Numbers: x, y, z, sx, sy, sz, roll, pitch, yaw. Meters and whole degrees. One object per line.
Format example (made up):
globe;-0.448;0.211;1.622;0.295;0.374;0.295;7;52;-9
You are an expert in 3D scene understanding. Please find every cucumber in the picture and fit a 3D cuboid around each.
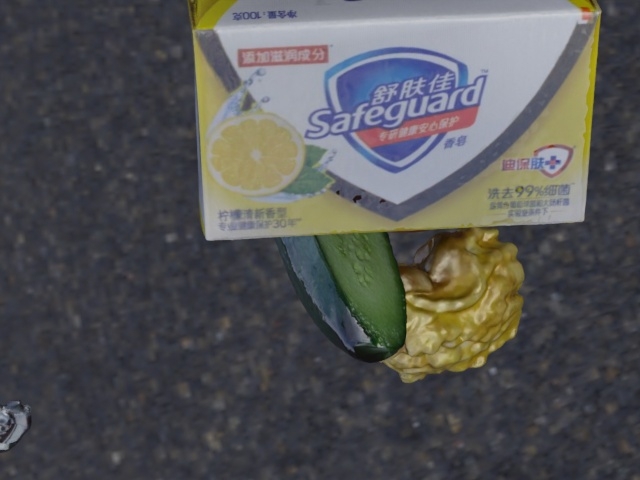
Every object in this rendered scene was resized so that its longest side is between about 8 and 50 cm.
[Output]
cucumber;0.000;0.000;1.277;0.063;0.115;0.244;-43;45;27

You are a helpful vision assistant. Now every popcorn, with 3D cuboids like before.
popcorn;0.124;0.075;1.720;0.140;0.194;0.163;50;145;22

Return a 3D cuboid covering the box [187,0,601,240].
box;0.046;-0.095;1.083;0.097;0.265;0.168;-97;7;-56

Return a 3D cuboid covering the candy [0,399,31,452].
candy;-0.300;0.165;1.093;0.051;0.226;0.094;66;166;-1

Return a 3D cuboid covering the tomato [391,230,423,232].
tomato;0.130;-0.095;1.648;0.112;0.199;0.228;30;88;18
